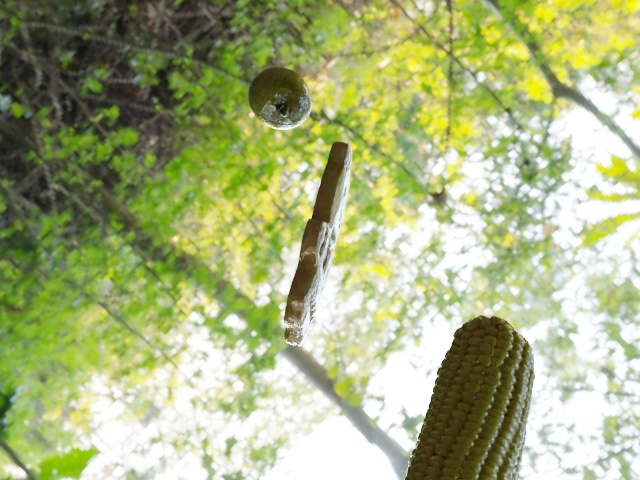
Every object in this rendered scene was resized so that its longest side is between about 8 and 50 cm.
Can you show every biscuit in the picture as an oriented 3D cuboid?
[{"bbox_3d":[0.000,0.005,0.898,0.133,0.027,0.184,94,11,-56],"label":"biscuit"}]

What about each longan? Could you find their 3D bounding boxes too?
[{"bbox_3d":[-0.046,-0.159,1.122,0.075,0.075,0.083,-39,-156,14],"label":"longan"}]

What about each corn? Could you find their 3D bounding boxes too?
[{"bbox_3d":[0.179,0.273,1.207,0.144,0.144,0.387,-25,-145,53],"label":"corn"}]
